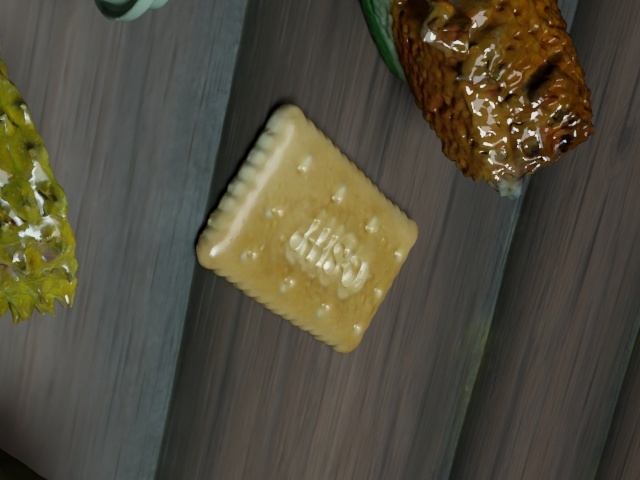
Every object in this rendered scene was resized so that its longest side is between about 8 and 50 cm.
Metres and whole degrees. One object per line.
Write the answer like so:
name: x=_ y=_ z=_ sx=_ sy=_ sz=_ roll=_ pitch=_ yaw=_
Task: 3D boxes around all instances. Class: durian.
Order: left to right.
durian: x=-0.209 y=-0.033 z=0.512 sx=0.132 sy=0.165 sz=0.182 roll=-78 pitch=-169 yaw=-59

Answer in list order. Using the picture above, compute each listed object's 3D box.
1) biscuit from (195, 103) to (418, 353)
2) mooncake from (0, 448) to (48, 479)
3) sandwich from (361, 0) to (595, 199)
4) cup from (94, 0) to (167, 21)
biscuit: x=0.001 y=0.000 z=0.792 sx=0.249 sy=0.030 sz=0.160 roll=40 pitch=76 yaw=-48
mooncake: x=-0.271 y=0.252 z=0.510 sx=0.290 sy=0.161 sz=0.291 roll=-20 pitch=120 yaw=-39
sandwich: x=0.126 y=-0.181 z=0.751 sx=0.250 sy=0.162 sz=0.301 roll=-4 pitch=79 yaw=-59
cup: x=-0.152 y=-0.195 z=0.490 sx=0.141 sy=0.120 sz=0.120 roll=4 pitch=104 yaw=-33
